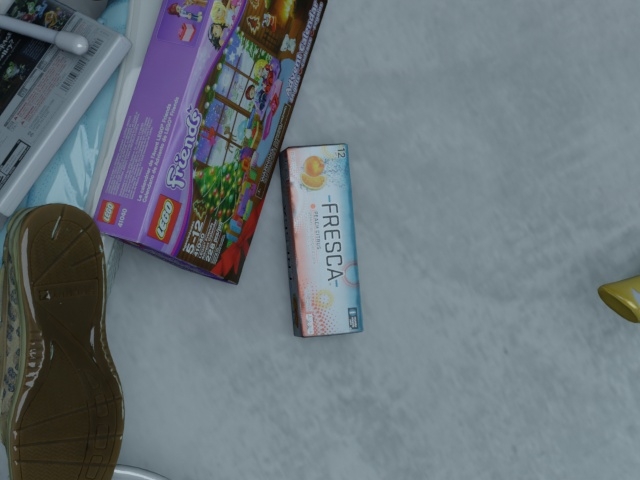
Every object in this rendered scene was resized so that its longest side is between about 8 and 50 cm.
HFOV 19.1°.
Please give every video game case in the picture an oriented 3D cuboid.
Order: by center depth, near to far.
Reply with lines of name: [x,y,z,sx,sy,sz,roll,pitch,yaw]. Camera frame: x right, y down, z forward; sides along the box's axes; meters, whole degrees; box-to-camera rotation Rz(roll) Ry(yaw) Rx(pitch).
video game case: [-0.274,-0.130,1.722,0.190,0.173,0.022,-55,135,-4]

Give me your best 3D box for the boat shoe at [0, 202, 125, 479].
boat shoe: [-0.234,0.110,1.657,0.105,0.089,0.285,2,90,-29]

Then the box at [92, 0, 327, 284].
box: [-0.096,-0.120,1.741,0.057,0.201,0.293,15,85,27]

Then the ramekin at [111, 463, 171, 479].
ramekin: [-0.203,0.336,1.738,0.273,0.127,0.273,0,88,-9]

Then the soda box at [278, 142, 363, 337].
soda box: [0.000,0.000,1.821,0.063,0.058,0.183,-4,89,-10]

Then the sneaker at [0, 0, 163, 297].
sneaker: [-0.230,-0.112,1.752,0.150,0.135,0.366,14,80,-2]

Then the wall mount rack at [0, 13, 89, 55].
wall mount rack: [-0.382,-0.139,1.709,0.304,0.130,0.350,27,84,5]

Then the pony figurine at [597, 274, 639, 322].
pony figurine: [0.494,0.023,1.803,0.351,0.303,0.363,39,75,16]
